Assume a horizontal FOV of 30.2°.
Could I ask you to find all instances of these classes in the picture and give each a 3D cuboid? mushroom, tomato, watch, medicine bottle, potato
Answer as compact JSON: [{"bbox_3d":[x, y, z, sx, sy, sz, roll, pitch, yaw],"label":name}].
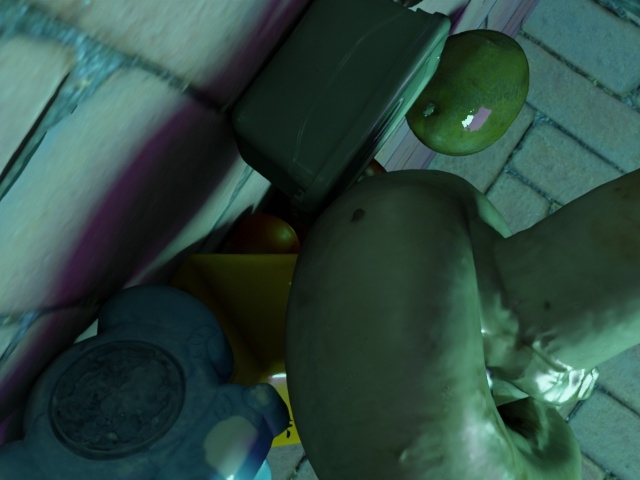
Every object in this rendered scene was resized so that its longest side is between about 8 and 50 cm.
[{"bbox_3d":[0.131,0.072,0.799,0.290,0.292,0.292,-18,-171,21],"label":"mushroom"},{"bbox_3d":[-0.056,0.019,1.117,0.087,0.075,0.087,-58,174,-10],"label":"tomato"},{"bbox_3d":[-0.120,0.164,0.835,0.211,0.211,0.193,-52,155,-31],"label":"watch"},{"bbox_3d":[-0.022,0.092,1.025,0.222,0.149,0.112,1,131,-43],"label":"medicine bottle"},{"bbox_3d":[0.191,-0.191,1.577,0.251,0.159,0.174,-28,129,-59],"label":"potato"}]

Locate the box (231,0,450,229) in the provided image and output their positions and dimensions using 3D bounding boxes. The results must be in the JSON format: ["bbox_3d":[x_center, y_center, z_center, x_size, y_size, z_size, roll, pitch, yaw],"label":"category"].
[{"bbox_3d":[0.009,-0.104,0.859,0.172,0.093,0.124,-54,175,-9],"label":"box"}]

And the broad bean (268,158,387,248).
[{"bbox_3d":[-0.003,-0.002,1.217,0.122,0.156,0.228,-2,150,-29],"label":"broad bean"}]

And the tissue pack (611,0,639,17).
[{"bbox_3d":[0.297,-0.237,0.976,0.124,0.394,0.288,-59,173,17],"label":"tissue pack"}]

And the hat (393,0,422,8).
[{"bbox_3d":[0.065,-0.223,0.932,0.087,0.058,0.042,-43,-141,39],"label":"hat"}]
